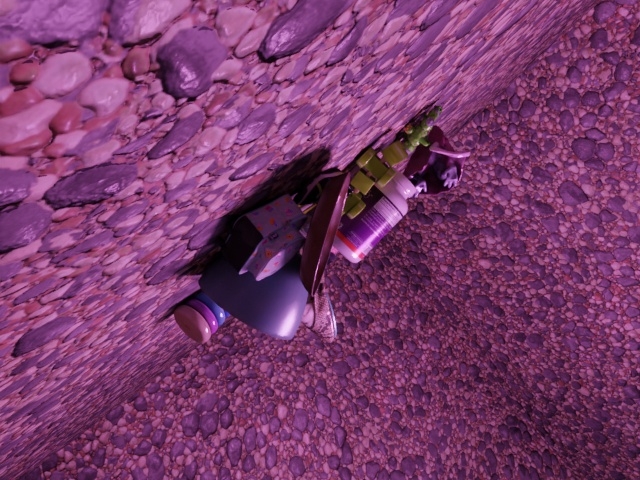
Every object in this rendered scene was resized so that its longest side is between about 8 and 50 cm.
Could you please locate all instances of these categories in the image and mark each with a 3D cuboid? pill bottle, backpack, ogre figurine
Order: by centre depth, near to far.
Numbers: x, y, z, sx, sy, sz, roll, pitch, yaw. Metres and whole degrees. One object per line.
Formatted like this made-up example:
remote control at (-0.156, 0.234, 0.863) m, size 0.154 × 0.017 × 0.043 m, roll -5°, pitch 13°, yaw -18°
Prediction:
backpack at (-0.115, -0.012, 1.033) m, size 0.188 × 0.144 × 0.166 m, roll -44°, pitch 174°, yaw -40°
ogre figurine at (0.329, -0.356, 1.499) m, size 0.197 × 0.097 × 0.118 m, roll -29°, pitch -168°, yaw 26°
pill bottle at (0.163, -0.092, 1.518) m, size 0.323 × 0.181 × 0.181 m, roll -47°, pitch 175°, yaw 4°

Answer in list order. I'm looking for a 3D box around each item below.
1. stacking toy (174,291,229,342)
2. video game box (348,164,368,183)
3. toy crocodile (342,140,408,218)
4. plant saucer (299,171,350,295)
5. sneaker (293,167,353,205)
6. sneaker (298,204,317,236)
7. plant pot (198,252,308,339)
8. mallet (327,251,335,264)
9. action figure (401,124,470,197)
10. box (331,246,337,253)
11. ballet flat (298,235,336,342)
stacking toy at (-0.310, 0.174, 1.472) m, size 0.330 × 0.141 × 0.141 m, roll -45°, pitch 180°, yaw -38°
video game box at (0.096, -0.187, 1.570) m, size 0.187 × 0.048 × 0.205 m, roll -43°, pitch 175°, yaw 13°
toy crocodile at (0.125, -0.177, 1.394) m, size 0.340 × 0.115 × 0.105 m, roll -46°, pitch -176°, yaw 19°
plant saucer at (0.007, -0.019, 1.091) m, size 0.310 × 0.050 × 0.311 m, roll 16°, pitch 90°, yaw -85°
sneaker at (0.023, -0.130, 1.220) m, size 0.084 × 0.097 × 0.234 m, roll -44°, pitch 174°, yaw 40°
sneaker at (-0.037, -0.046, 1.398) m, size 0.111 × 0.121 × 0.300 m, roll -37°, pitch 175°, yaw -18°
plant pot at (-0.145, 0.097, 1.193) m, size 0.195 × 0.290 × 0.290 m, roll -58°, pitch 175°, yaw 1°
mallet at (0.000, 0.000, 1.693) m, size 0.039 × 0.190 × 0.062 m, roll -19°, pitch 177°, yaw -40°
action figure at (0.387, -0.331, 1.646) m, size 0.276 × 0.247 × 0.370 m, roll 97°, pitch 4°, yaw -50°
box at (0.015, 0.038, 2.480) m, size 0.300 × 0.142 × 0.154 m, roll -38°, pitch 175°, yaw -24°
ballet flat at (-0.056, 0.162, 1.642) m, size 0.182 × 0.483 × 0.164 m, roll -13°, pitch -164°, yaw -32°
